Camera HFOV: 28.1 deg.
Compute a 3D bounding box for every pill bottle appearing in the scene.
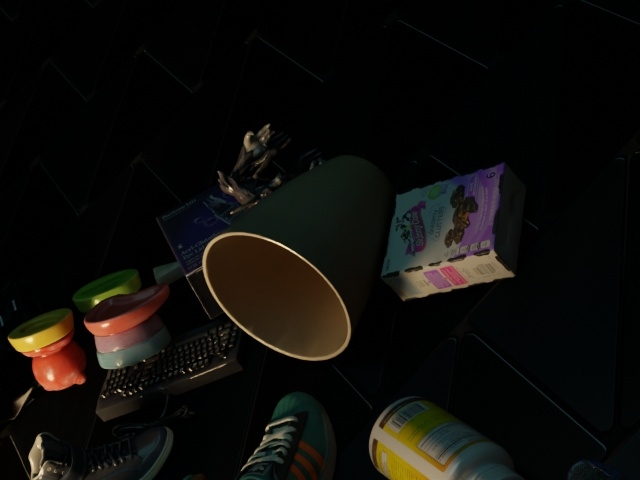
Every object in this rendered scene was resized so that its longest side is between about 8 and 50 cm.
[{"bbox_3d":[0.164,0.288,1.622,0.117,0.117,0.215,-52,37,-7],"label":"pill bottle"}]

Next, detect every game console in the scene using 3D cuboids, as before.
[{"bbox_3d":[-0.591,0.190,2.517,0.213,0.044,0.361,-42,38,5],"label":"game console"}]

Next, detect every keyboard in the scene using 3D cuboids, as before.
[{"bbox_3d":[-0.258,0.240,2.155,0.317,0.033,0.202,-24,42,29],"label":"keyboard"}]

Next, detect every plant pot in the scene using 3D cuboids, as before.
[{"bbox_3d":[0.000,0.000,1.978,0.256,0.256,0.274,-4,37,43],"label":"plant pot"}]

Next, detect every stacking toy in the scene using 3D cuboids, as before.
[{"bbox_3d":[-0.363,0.158,2.295,0.309,0.130,0.279,-11,18,34],"label":"stacking toy"}]

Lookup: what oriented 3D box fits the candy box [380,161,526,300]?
[{"bbox_3d":[0.198,-0.011,1.905,0.196,0.070,0.165,-16,47,34],"label":"candy box"}]

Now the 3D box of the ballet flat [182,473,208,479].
[{"bbox_3d":[-0.209,0.504,1.811,0.124,0.116,0.342,19,69,29],"label":"ballet flat"}]

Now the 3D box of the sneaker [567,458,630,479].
[{"bbox_3d":[0.336,0.326,1.444,0.083,0.087,0.221,-38,38,10],"label":"sneaker"}]

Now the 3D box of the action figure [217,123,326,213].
[{"bbox_3d":[-0.075,-0.111,2.134,0.141,0.164,0.276,-52,7,22],"label":"action figure"}]

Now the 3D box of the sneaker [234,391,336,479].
[{"bbox_3d":[-0.056,0.328,1.798,0.108,0.121,0.302,-23,42,28],"label":"sneaker"}]

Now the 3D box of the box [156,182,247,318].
[{"bbox_3d":[-0.172,0.011,2.188,0.153,0.108,0.207,-30,38,-6],"label":"box"}]

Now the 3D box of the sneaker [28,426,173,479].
[{"bbox_3d":[-0.360,0.346,2.048,0.226,0.163,0.086,-37,36,10],"label":"sneaker"}]
